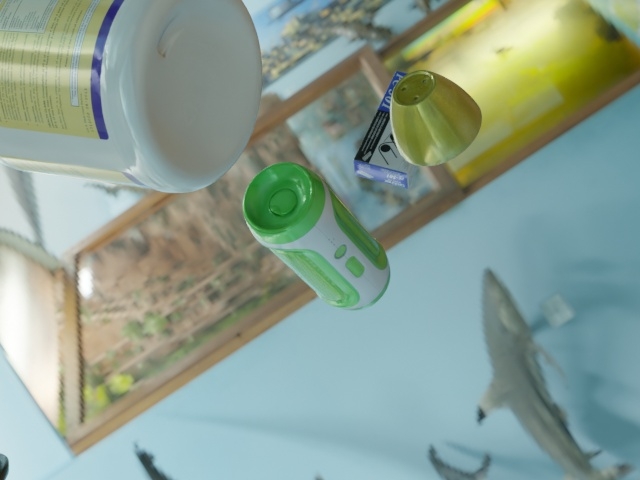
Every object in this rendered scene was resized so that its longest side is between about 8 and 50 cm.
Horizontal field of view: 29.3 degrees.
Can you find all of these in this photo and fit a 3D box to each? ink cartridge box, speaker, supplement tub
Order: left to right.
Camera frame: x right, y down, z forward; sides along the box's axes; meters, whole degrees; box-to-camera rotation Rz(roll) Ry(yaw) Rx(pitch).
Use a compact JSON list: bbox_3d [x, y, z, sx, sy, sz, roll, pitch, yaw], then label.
[{"bbox_3d":[-0.258,-0.187,1.374,0.331,0.241,0.241,10,158,33],"label":"supplement tub"},{"bbox_3d":[0.000,0.000,1.754,0.131,0.131,0.296,61,-171,33],"label":"speaker"},{"bbox_3d":[0.137,-0.188,2.057,0.097,0.207,0.046,16,148,17],"label":"ink cartridge box"}]

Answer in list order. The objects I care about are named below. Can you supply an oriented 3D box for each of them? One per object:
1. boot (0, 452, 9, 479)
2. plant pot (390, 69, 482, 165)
[{"bbox_3d":[-0.376,0.361,1.233,0.263,0.091,0.229,-86,1,-66],"label":"boot"},{"bbox_3d":[0.152,-0.188,1.752,0.095,0.134,0.134,51,-171,-44],"label":"plant pot"}]
